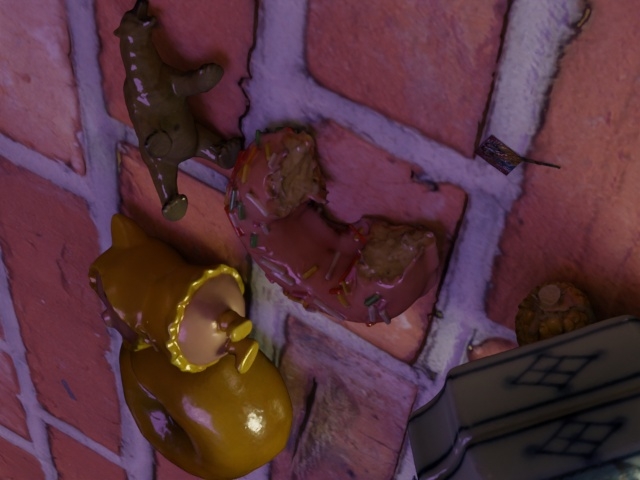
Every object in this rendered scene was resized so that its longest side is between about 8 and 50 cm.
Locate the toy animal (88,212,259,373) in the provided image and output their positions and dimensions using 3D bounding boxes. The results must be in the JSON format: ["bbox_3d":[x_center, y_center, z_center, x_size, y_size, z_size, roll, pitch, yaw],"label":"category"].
[{"bbox_3d":[-0.166,0.072,1.612,0.230,0.156,0.156,31,152,30],"label":"toy animal"}]

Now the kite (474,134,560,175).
[{"bbox_3d":[0.167,-0.066,1.190,0.078,0.002,0.044,27,150,16],"label":"kite"}]

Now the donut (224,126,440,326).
[{"bbox_3d":[0.000,0.000,1.378,0.233,0.085,0.199,37,152,1],"label":"donut"}]

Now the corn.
[{"bbox_3d":[0.234,0.125,1.321,0.080,0.080,0.238,15,144,32],"label":"corn"}]

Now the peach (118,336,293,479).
[{"bbox_3d":[-0.151,0.193,1.764,0.251,0.153,0.251,29,138,30],"label":"peach"}]

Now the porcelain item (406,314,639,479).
[{"bbox_3d":[0.232,0.221,1.249,0.286,0.157,0.281,-16,137,1],"label":"porcelain item"}]

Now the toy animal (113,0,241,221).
[{"bbox_3d":[-0.152,-0.128,1.361,0.101,0.103,0.218,48,163,30],"label":"toy animal"}]
